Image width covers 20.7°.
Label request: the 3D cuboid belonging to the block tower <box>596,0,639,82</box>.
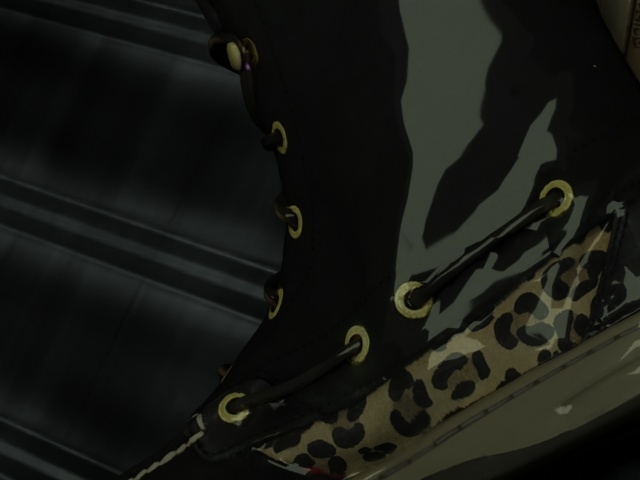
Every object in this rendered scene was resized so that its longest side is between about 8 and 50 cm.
[{"bbox_3d":[0.228,-0.080,0.760,0.335,0.097,0.091,20,108,45],"label":"block tower"}]

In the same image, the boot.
[{"bbox_3d":[0.000,0.000,0.811,0.377,0.138,0.284,-27,72,29],"label":"boot"}]
